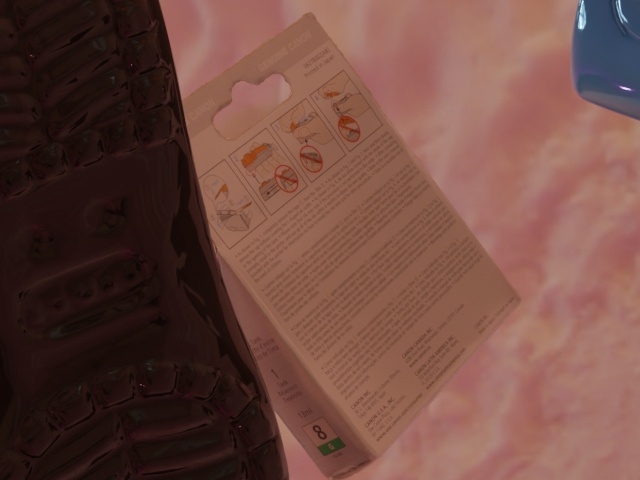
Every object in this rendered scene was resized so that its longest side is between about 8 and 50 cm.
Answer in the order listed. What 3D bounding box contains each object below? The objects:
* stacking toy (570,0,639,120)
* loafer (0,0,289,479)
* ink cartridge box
[{"bbox_3d":[0.323,-0.122,1.098,0.166,0.302,0.175,25,97,56],"label":"stacking toy"},{"bbox_3d":[-0.099,0.031,0.644,0.130,0.134,0.366,39,138,55],"label":"loafer"},{"bbox_3d":[0.000,0.000,1.019,0.225,0.181,0.056,52,136,-3],"label":"ink cartridge box"}]
